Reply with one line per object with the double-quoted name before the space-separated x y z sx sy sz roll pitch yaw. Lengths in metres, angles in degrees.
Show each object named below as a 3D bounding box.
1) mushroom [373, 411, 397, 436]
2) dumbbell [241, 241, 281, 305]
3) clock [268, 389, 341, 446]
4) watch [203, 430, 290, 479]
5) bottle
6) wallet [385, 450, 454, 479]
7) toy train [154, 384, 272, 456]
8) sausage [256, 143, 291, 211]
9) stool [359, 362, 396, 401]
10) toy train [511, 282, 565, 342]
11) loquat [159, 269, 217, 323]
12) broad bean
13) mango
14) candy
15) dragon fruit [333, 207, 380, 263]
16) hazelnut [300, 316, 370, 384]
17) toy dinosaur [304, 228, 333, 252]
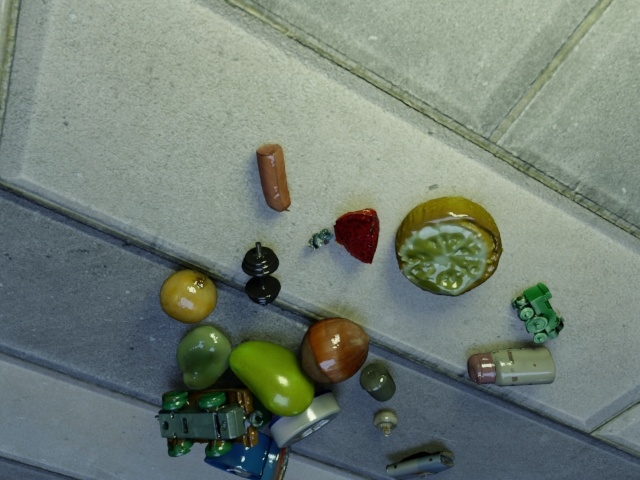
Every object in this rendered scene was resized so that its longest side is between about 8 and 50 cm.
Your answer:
"mushroom" 0.222 0.626 1.615 0.085 0.079 0.085 0 130 0
"dumbbell" -0.154 0.091 1.247 0.099 0.099 0.209 1 125 3
"clock" -0.047 0.567 1.515 0.230 0.083 0.230 -26 156 -12
"watch" -0.247 0.747 1.666 0.274 0.242 0.305 14 145 6
"bottle" 0.553 0.373 1.402 0.233 0.110 0.110 -6 125 8
"wallet" 0.370 0.828 1.757 0.230 0.070 0.170 -26 137 24
"toy train" -0.332 0.546 1.504 0.428 0.249 0.179 -11 85 28
"sausage" -0.106 -0.137 1.110 0.065 0.065 0.170 -3 126 5
"stool" 0.180 0.443 1.482 0.096 0.096 0.110 -24 126 19
"toy train" 0.599 0.204 1.306 0.104 0.071 0.178 -33 116 11
"loquat" -0.354 0.150 1.277 0.162 0.137 0.163 -6 138 -5
"broad bean" -0.351 0.360 1.452 0.169 0.100 0.228 -4 123 -1
"mango" -0.132 0.392 1.402 0.273 0.185 0.149 39 117 21
"candy" 0.308 0.016 1.160 0.259 0.118 0.260 3 124 4
"dragon fruit" 0.090 -0.031 1.167 0.106 0.083 0.162 12 139 20
"hazelnut" 0.041 0.308 1.350 0.214 0.177 0.214 -17 149 -10
"toy dinosaur" 0.000 0.000 1.206 0.083 0.047 0.031 -28 118 22
